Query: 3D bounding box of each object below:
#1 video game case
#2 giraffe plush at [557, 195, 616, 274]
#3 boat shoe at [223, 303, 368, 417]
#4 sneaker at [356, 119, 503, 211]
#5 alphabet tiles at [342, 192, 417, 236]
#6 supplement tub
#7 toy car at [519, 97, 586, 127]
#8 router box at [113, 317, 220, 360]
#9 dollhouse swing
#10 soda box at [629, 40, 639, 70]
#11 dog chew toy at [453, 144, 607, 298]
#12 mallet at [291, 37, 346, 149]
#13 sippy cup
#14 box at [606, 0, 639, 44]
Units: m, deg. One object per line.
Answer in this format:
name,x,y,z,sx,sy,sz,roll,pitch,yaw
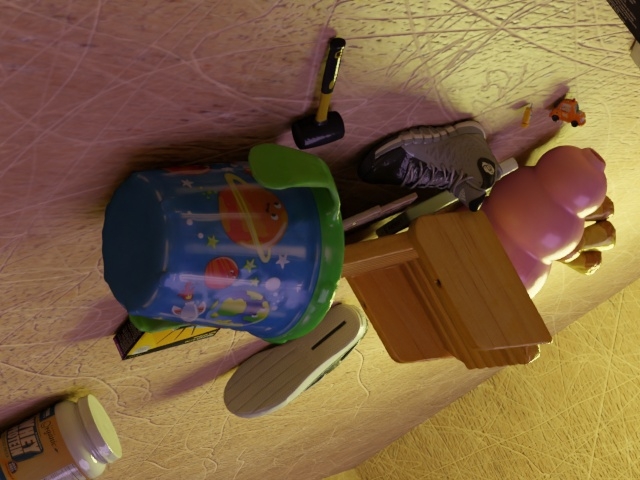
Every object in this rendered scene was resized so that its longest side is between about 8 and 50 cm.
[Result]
video game case,0.199,-0.065,1.761,0.201,0.023,0.183,-27,177,-15
giraffe plush,0.447,-0.015,2.078,0.210,0.181,0.170,-1,-175,20
boat shoe,-0.036,0.254,2.198,0.335,0.121,0.119,-33,156,9
sneaker,0.172,-0.093,1.561,0.229,0.132,0.086,-18,156,-30
alphabet tiles,0.000,0.000,1.595,0.285,0.011,0.342,-23,177,-1
supplement tub,-0.454,0.360,1.859,0.200,0.144,0.144,-28,161,-3
toy car,0.365,-0.196,1.694,0.122,0.060,0.040,-19,128,-45
router box,-0.218,0.121,1.715,0.179,0.046,0.133,-12,156,-41
dollhouse swing,0.102,0.122,1.703,0.305,0.315,0.347,-29,-179,-21
soda box,0.516,-0.306,1.578,0.069,0.074,0.216,-25,161,-8
dog chew toy,0.361,-0.033,1.904,0.332,0.206,0.207,-46,156,25
mallet,-0.002,-0.169,1.286,0.062,0.039,0.189,-22,156,-12
sippy cup,-0.128,0.006,1.301,0.224,0.240,0.305,2,112,-37
box,0.401,-0.359,1.170,0.165,0.143,0.270,-27,161,-9
